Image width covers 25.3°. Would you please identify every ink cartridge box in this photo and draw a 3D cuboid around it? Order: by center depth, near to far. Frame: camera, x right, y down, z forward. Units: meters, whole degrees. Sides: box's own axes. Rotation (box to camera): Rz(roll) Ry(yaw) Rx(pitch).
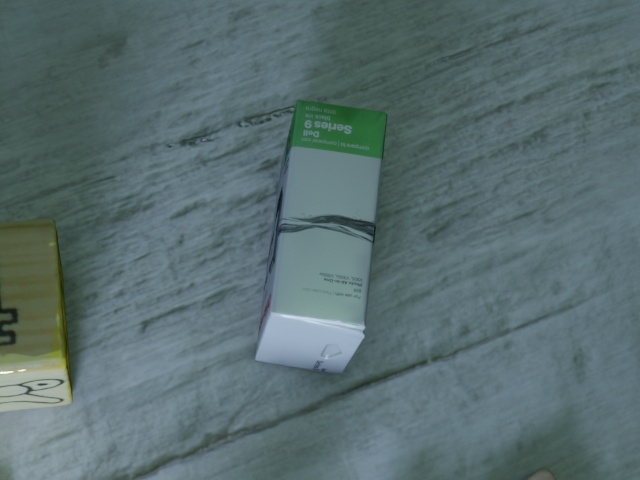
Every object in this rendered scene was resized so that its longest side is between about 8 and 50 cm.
[{"bbox_3d":[0.000,0.000,1.805,0.122,0.211,0.289,9,68,-4],"label":"ink cartridge box"}]

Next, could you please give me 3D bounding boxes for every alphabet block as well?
[{"bbox_3d":[-0.408,0.099,1.729,0.197,0.192,0.193,-5,72,-10],"label":"alphabet block"}]

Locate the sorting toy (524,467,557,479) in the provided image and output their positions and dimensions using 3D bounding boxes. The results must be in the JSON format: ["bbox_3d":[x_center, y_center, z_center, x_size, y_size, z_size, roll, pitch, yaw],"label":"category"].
[{"bbox_3d":[0.273,0.419,1.776,0.193,0.038,0.208,-35,81,-18],"label":"sorting toy"}]
